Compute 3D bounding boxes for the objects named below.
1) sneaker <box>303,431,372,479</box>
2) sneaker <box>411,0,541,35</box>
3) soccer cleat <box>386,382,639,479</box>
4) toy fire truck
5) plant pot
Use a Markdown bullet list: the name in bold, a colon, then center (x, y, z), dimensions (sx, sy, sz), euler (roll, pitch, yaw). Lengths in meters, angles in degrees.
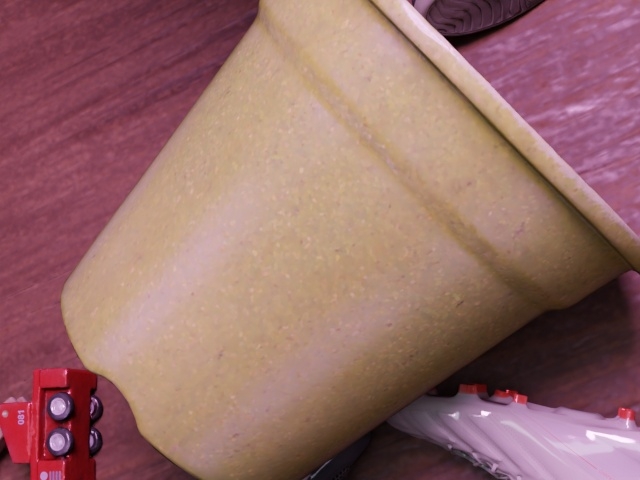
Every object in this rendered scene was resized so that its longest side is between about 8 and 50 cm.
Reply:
- **sneaker**: center (-0.006, 0.192, 0.696), dimensions (0.076, 0.065, 0.166), euler (33, 95, 5)
- **sneaker**: center (0.134, -0.239, 0.723), dimensions (0.222, 0.083, 0.118), euler (-39, 59, 7)
- **soccer cleat**: center (0.129, 0.131, 0.652), dimensions (0.196, 0.068, 0.076), euler (8, 86, 17)
- **toy fire truck**: center (-0.228, 0.140, 0.779), dimensions (0.135, 0.047, 0.192), euler (-5, 79, 18)
- **plant pot**: center (0.000, 0.000, 0.616), dimensions (0.254, 0.276, 0.276), euler (-44, 70, 10)
